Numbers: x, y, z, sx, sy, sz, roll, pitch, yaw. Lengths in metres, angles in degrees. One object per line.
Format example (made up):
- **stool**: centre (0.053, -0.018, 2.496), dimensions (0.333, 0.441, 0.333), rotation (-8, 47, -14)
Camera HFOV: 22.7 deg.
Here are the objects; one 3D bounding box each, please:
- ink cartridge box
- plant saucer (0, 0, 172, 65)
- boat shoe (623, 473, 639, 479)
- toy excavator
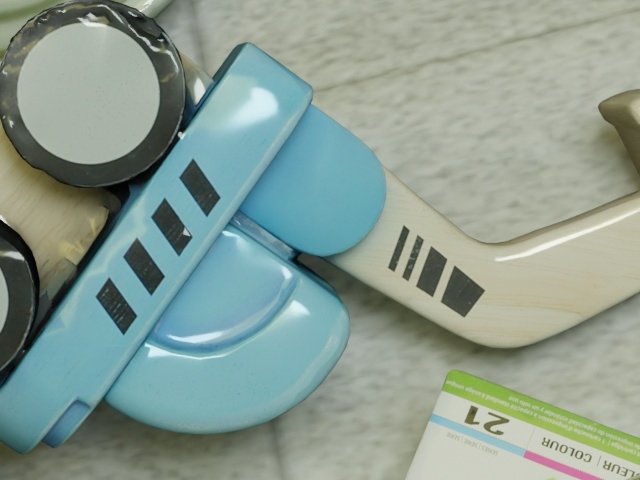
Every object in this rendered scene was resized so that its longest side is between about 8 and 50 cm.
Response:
- **ink cartridge box**: centre (0.120, 0.235, 0.956), dimensions (0.188, 0.097, 0.255), rotation (19, 74, 16)
- **plant saucer**: centre (-0.239, -0.274, 1.205), dimensions (0.400, 0.100, 0.400), rotation (-3, 69, 9)
- **boat shoe**: centre (0.197, 0.153, 0.903), dimensions (0.153, 0.048, 0.056), rotation (-31, 80, 4)
- **toy excavator**: centre (0.000, 0.000, 1.010), dimensions (0.445, 0.222, 0.433), rotation (36, 91, -9)
